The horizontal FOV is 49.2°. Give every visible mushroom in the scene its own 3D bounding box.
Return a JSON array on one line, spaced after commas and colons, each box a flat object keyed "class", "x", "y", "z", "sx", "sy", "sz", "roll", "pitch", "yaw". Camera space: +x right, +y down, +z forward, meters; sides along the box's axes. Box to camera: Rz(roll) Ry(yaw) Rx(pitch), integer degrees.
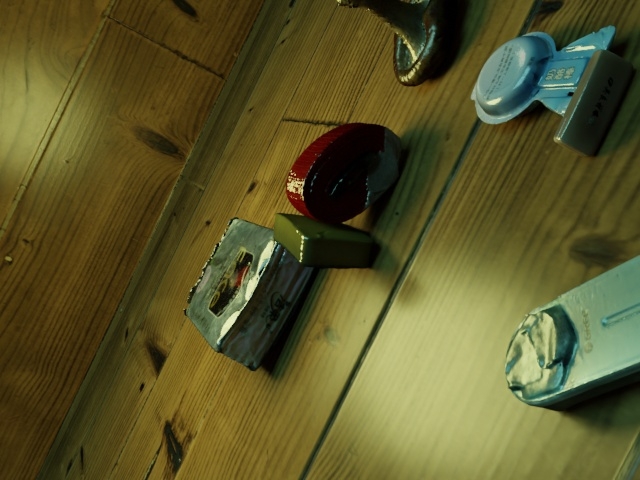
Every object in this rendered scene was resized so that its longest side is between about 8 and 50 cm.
[{"class": "mushroom", "x": 0.125, "y": -0.401, "z": 1.202, "sx": 0.148, "sy": 0.218, "sz": 0.226, "roll": -39, "pitch": 33, "yaw": 47}]

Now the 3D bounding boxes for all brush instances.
[{"class": "brush", "x": 0.000, "y": 0.000, "z": 1.182, "sx": 0.197, "sy": 0.123, "sz": 0.059, "roll": -145, "pitch": 61, "yaw": -68}]

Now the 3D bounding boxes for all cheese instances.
[{"class": "cheese", "x": 0.272, "y": -0.211, "z": 0.905, "sx": 0.135, "sy": 0.052, "sz": 0.245, "roll": -67, "pitch": 23, "yaw": 1}]

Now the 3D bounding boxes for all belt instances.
[{"class": "belt", "x": 0.035, "y": -0.118, "z": 1.189, "sx": 0.201, "sy": 0.128, "sz": 0.124, "roll": -42, "pitch": 20, "yaw": -10}]

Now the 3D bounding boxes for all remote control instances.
[{"class": "remote control", "x": 0.263, "y": 0.080, "z": 0.622, "sx": 0.247, "sy": 0.052, "sz": 0.104, "roll": -40, "pitch": 32, "yaw": 47}]

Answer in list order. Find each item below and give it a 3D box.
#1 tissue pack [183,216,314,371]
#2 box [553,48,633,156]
[{"class": "tissue pack", "x": -0.151, "y": 0.095, "z": 1.428, "sx": 0.259, "sy": 0.122, "sz": 0.361, "roll": -63, "pitch": 20, "yaw": -3}, {"class": "box", "x": 0.304, "y": -0.152, "z": 0.777, "sx": 0.115, "sy": 0.048, "sz": 0.025, "roll": -64, "pitch": 16, "yaw": 0}]
